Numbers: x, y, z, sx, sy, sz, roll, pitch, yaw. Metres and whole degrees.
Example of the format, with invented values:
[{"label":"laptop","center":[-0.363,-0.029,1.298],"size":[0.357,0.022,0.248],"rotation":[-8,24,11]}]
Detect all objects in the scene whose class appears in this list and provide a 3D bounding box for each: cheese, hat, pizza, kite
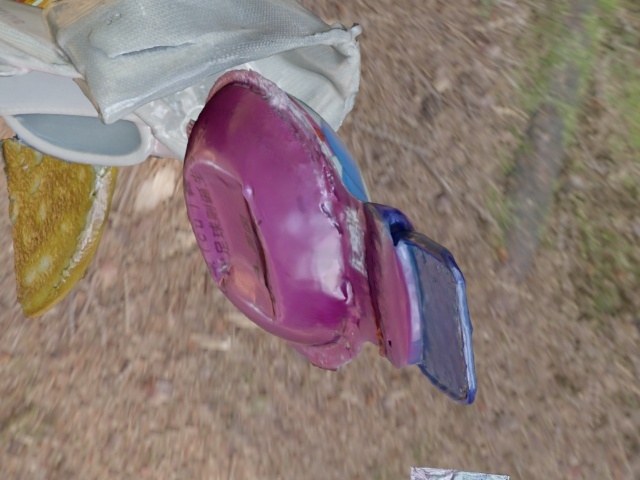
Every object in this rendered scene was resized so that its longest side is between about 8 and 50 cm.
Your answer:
[{"label":"cheese","center":[0.000,0.000,0.880],"size":[0.062,0.244,0.155],"rotation":[-23,119,-25]},{"label":"hat","center":[-0.110,-0.111,1.009],"size":[0.226,0.219,0.164],"rotation":[39,88,18]},{"label":"pizza","center":[-0.248,-0.027,1.692],"size":[0.036,0.176,0.185],"rotation":[3,117,-39]},{"label":"kite","center":[0.146,0.291,1.953],"size":[0.156,0.011,0.139],"rotation":[45,91,-5]}]

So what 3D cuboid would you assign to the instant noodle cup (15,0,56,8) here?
[{"label":"instant noodle cup","center":[-0.243,-0.264,1.583],"size":[0.168,0.168,0.185],"rotation":[39,119,-9]}]
